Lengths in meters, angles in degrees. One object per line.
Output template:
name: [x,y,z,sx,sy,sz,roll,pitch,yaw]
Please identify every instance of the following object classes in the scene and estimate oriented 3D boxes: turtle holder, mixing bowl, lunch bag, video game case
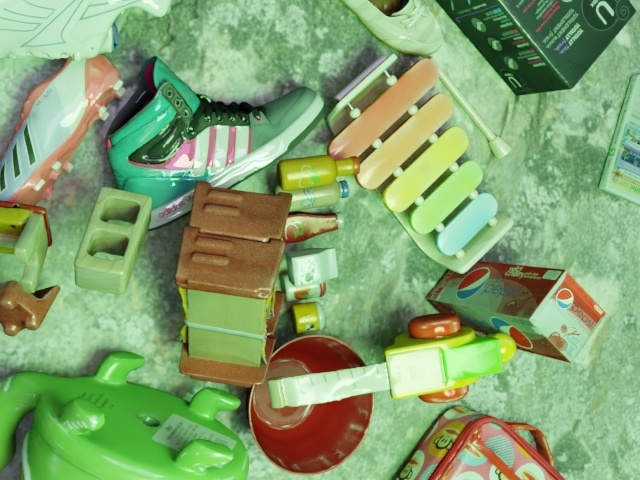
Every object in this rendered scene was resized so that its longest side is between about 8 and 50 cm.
turtle holder: [-0.253,0.275,1.044,0.320,0.243,0.228,16,102,-26]
mixing bowl: [-0.030,0.211,1.197,0.181,0.098,0.182,0,91,-27]
lunch bag: [0.258,0.389,1.320,0.293,0.120,0.258,44,73,-19]
video game case: [0.563,-0.140,1.461,0.212,0.023,0.194,20,85,-22]

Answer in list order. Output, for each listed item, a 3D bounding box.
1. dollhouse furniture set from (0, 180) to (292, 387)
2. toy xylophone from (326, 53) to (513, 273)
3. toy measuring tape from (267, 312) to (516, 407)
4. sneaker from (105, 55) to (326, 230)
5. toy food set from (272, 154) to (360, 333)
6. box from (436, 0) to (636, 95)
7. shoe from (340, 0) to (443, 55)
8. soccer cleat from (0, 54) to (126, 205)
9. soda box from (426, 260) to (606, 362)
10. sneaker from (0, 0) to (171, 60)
dollhouse furniture set: [-0.227,0.034,1.066,0.373,0.201,0.152,9,49,-1]
toy xylophone: [0.153,-0.125,1.268,0.322,0.081,0.236,43,77,-18]
toy measuring tape: [0.092,0.163,1.168,0.329,0.121,0.122,-9,96,-8]
sneaker: [-0.147,-0.161,1.131,0.295,0.123,0.179,-34,114,-16]
toy food set: [0.000,0.000,1.190,0.104,0.111,0.233,-9,102,-13]
box: [0.283,-0.359,1.274,0.270,0.143,0.165,45,79,-18]
shoe: [0.087,-0.328,1.244,0.219,0.058,0.077,30,82,-20]
soccer cleat: [-0.335,-0.126,1.083,0.095,0.083,0.248,35,80,1]
soda box: [0.257,0.089,1.220,0.092,0.263,0.083,43,77,-18]
sneaker: [-0.307,-0.253,1.027,0.297,0.111,0.129,-25,109,10]
